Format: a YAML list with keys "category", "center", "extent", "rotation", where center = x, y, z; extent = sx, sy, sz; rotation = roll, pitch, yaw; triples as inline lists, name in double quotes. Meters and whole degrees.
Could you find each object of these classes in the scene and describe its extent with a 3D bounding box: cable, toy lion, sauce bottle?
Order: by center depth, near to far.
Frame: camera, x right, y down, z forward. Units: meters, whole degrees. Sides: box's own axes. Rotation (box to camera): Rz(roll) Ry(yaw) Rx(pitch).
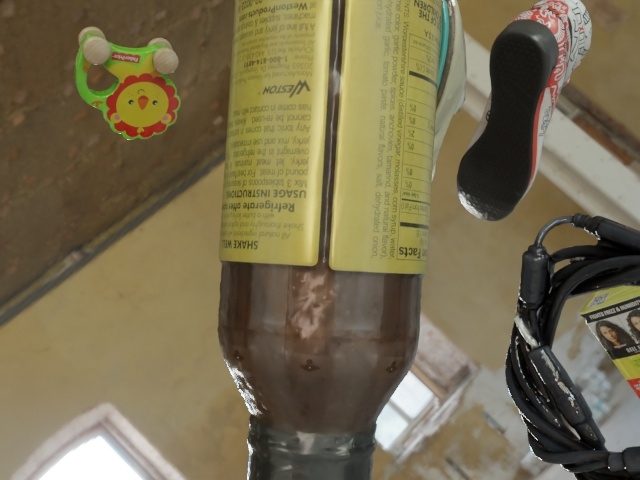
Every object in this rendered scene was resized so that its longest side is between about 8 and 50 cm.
- category: "sauce bottle"
  center: [0.000, 0.000, 0.430]
  extent: [0.111, 0.111, 0.344]
  rotation: [10, -95, -79]
- category: "cable"
  center: [0.172, 0.075, 0.441]
  extent: [0.047, 0.184, 0.150]
  rotation: [-1, -67, -43]
- category: "toy lion"
  center: [-0.176, -0.139, 0.762]
  extent: [0.100, 0.034, 0.096]
  rotation: [3, -58, -29]

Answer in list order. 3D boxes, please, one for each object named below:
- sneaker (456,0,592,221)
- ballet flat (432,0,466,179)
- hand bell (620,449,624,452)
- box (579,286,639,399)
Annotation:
- category: "sneaker"
  center: [0.243, -0.154, 0.979]
  extent: [0.145, 0.090, 0.270]
  rotation: [-44, -29, -37]
- category: "ballet flat"
  center: [0.087, -0.107, 0.769]
  extent: [0.086, 0.086, 0.248]
  rotation: [-28, -42, -64]
- category: "hand bell"
  center: [0.288, 0.333, 0.773]
  extent: [0.242, 0.126, 0.126]
  rotation: [-62, -8, -5]
- category: "box"
  center: [0.372, 0.142, 0.859]
  extent: [0.087, 0.232, 0.058]
  rotation: [-28, 11, 48]
